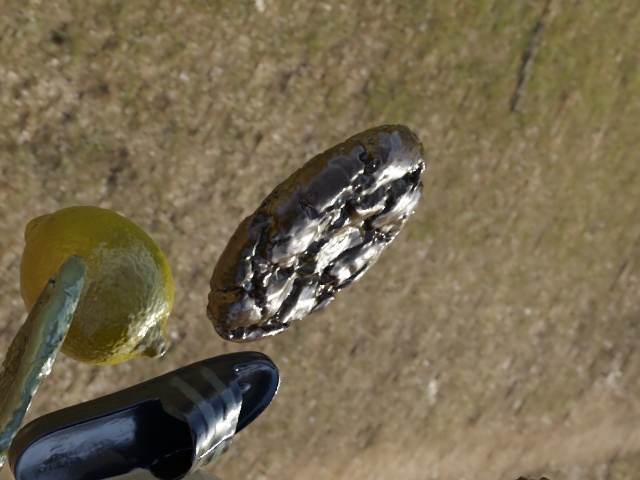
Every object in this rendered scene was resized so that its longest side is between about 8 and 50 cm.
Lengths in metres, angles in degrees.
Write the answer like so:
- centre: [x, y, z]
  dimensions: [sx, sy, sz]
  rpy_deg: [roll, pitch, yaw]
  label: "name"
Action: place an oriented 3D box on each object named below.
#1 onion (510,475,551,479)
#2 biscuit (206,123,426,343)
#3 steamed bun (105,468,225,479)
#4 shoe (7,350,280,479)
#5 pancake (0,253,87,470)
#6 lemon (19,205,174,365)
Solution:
- centre: [0.118, 0.261, 0.669]
  dimensions: [0.260, 0.282, 0.336]
  rpy_deg: [1, 155, -16]
  label: "onion"
- centre: [0.000, 0.000, 1.083]
  dimensions: [0.226, 0.042, 0.226]
  rpy_deg: [-37, 160, -16]
  label: "biscuit"
- centre: [-0.197, 0.416, 1.587]
  dimensions: [0.334, 0.374, 0.334]
  rpy_deg: [0, 89, -20]
  label: "steamed bun"
- centre: [-0.097, 0.123, 0.836]
  dimensions: [0.179, 0.049, 0.071]
  rpy_deg: [-14, 132, -30]
  label: "shoe"
- centre: [-0.283, 0.126, 1.300]
  dimensions: [0.253, 0.037, 0.253]
  rpy_deg: [-59, -167, 21]
  label: "pancake"
- centre: [-0.284, 0.057, 1.744]
  dimensions: [0.187, 0.244, 0.187]
  rpy_deg: [-41, 174, -5]
  label: "lemon"
